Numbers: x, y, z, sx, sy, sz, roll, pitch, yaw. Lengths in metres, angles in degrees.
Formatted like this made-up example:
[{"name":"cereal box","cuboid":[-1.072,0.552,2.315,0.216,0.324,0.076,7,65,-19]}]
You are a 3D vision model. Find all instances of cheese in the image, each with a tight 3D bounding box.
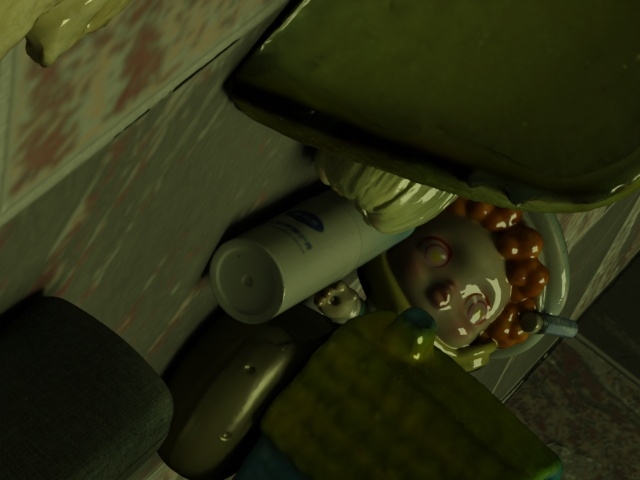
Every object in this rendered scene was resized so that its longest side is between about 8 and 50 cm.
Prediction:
[{"name":"cheese","cuboid":[-0.080,0.142,1.688,0.202,0.091,0.175,-55,163,23]}]

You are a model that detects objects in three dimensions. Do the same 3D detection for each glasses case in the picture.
[{"name":"glasses case","cuboid":[-0.233,0.159,1.155,0.323,0.131,0.074,-39,164,-41]}]

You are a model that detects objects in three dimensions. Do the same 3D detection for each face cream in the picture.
[{"name":"face cream","cuboid":[0.000,0.000,1.607,0.250,0.077,0.077,-29,154,-57]}]

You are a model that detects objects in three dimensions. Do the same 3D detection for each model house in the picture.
[{"name":"model house","cuboid":[0.060,0.223,1.651,0.215,0.237,0.303,-19,143,-54]}]

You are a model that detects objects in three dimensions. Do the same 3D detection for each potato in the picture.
[{"name":"potato","cuboid":[0.153,-0.137,1.343,0.330,0.280,0.213,-53,164,-3]}]

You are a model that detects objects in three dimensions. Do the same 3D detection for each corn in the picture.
[{"name":"corn","cuboid":[0.121,-0.143,1.541,0.305,0.123,0.122,-53,164,0]}]

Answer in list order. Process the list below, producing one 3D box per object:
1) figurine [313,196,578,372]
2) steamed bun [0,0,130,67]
[{"name":"figurine","cuboid":[0.062,0.060,1.874,0.382,0.224,0.205,-23,-179,-14]},{"name":"steamed bun","cuboid":[-0.107,-0.193,0.676,0.295,0.137,0.292,-38,166,-19]}]
